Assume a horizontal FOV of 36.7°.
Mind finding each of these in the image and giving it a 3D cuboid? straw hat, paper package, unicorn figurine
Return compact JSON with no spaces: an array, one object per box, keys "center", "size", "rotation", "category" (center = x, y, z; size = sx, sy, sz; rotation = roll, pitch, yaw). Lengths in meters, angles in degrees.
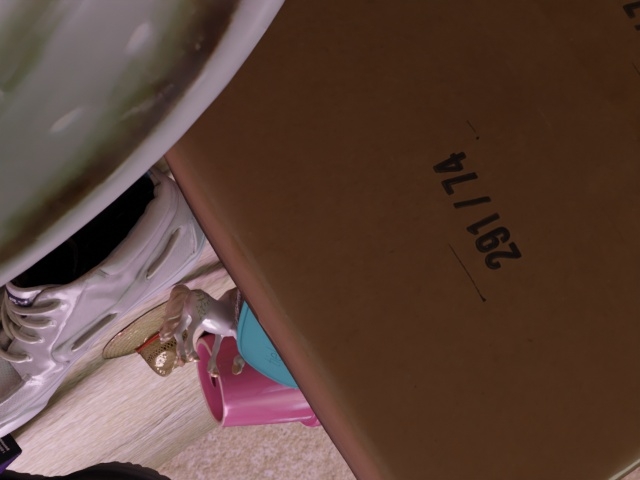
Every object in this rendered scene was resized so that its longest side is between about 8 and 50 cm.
[{"center":[-0.176,0.122,1.107],"size":[0.144,0.061,0.144],"rotation":[-33,169,-7],"category":"straw hat"},{"center":[0.098,-0.032,0.542],"size":[0.309,0.325,0.168],"rotation":[-33,169,-7],"category":"paper package"},{"center":[-0.117,0.091,1.059],"size":[0.060,0.111,0.162],"rotation":[-7,156,16],"category":"unicorn figurine"}]

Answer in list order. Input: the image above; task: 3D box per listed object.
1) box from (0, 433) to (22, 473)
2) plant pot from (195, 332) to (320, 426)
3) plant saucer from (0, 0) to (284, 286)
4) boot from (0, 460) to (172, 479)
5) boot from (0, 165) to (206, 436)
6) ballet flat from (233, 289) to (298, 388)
[{"center":[-0.391,0.233,0.789],"size":[0.261,0.103,0.184],"rotation":[-42,172,36],"category":"box"},{"center":[-0.074,0.180,1.377],"size":[0.180,0.201,0.201],"rotation":[-13,162,-21],"category":"plant pot"},{"center":[-0.179,-0.051,0.232],"size":[0.400,0.100,0.400],"rotation":[-33,169,-8],"category":"plant saucer"},{"center":[-0.397,0.360,0.987],"size":[0.367,0.146,0.445],"rotation":[-9,180,27],"category":"boot"},{"center":[-0.196,0.040,0.656],"size":[0.258,0.095,0.123],"rotation":[-42,164,-5],"category":"boot"},{"center":[0.000,0.000,0.876],"size":[0.182,0.164,0.483],"rotation":[-58,173,-19],"category":"ballet flat"}]
